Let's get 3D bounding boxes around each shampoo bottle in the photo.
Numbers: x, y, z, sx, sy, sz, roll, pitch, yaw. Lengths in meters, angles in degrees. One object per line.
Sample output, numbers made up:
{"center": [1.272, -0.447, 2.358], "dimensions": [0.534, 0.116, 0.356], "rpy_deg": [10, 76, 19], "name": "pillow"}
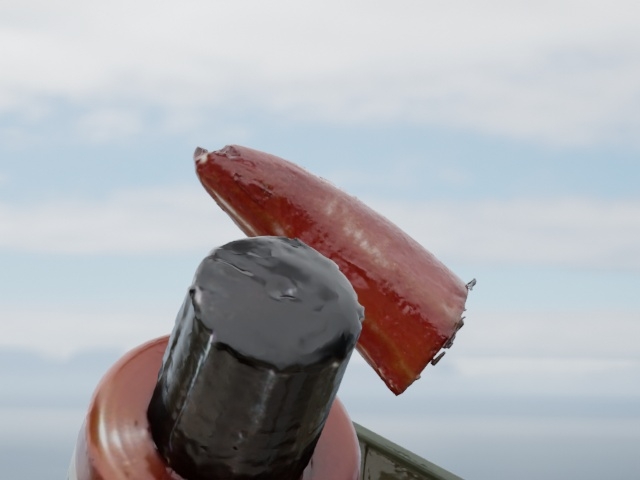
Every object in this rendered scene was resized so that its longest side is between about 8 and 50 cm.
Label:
{"center": [-0.048, 0.108, 0.715], "dimensions": [0.104, 0.104, 0.278], "rpy_deg": [2, -42, -18], "name": "shampoo bottle"}

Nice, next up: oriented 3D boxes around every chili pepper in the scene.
{"center": [-0.002, 0.003, 1.005], "dimensions": [0.065, 0.169, 0.088], "rpy_deg": [-43, 14, 30], "name": "chili pepper"}

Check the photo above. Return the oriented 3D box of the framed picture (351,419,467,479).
{"center": [0.005, 0.211, 1.067], "dimensions": [0.184, 0.016, 0.250], "rpy_deg": [25, 48, 21], "name": "framed picture"}
